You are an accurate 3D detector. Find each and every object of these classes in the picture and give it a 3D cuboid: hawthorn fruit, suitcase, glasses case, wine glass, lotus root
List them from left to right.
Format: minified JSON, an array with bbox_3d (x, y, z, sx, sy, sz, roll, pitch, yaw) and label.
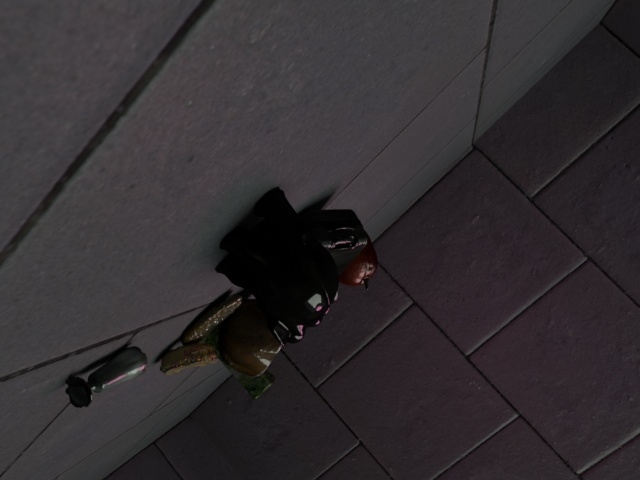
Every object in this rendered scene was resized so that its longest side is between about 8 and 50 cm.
[{"bbox_3d":[-0.441,0.280,1.009,0.072,0.072,0.155,-47,171,26],"label":"wine glass"},{"bbox_3d":[-0.280,0.418,1.700,0.095,0.272,0.062,-45,172,15],"label":"glasses case"},{"bbox_3d":[-0.233,0.295,1.542,0.272,0.192,0.272,-46,-145,46],"label":"lotus root"},{"bbox_3d":[-0.021,0.040,1.369,0.202,0.128,0.312,-5,148,-37],"label":"suitcase"},{"bbox_3d":[0.114,0.071,1.828,0.224,0.260,0.224,-36,165,-11],"label":"hawthorn fruit"}]

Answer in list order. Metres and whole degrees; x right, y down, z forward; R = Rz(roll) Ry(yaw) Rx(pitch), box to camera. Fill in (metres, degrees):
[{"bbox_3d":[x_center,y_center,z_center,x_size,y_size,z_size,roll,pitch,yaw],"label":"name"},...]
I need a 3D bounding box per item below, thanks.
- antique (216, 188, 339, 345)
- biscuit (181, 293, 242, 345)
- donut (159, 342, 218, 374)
[{"bbox_3d":[-0.081,0.079,1.031,0.185,0.255,0.322,-41,174,-27],"label":"antique"},{"bbox_3d":[-0.332,0.243,1.404,0.290,0.038,0.141,-44,168,30],"label":"biscuit"},{"bbox_3d":[-0.388,0.340,1.406,0.166,0.065,0.108,-13,158,-6],"label":"donut"}]
